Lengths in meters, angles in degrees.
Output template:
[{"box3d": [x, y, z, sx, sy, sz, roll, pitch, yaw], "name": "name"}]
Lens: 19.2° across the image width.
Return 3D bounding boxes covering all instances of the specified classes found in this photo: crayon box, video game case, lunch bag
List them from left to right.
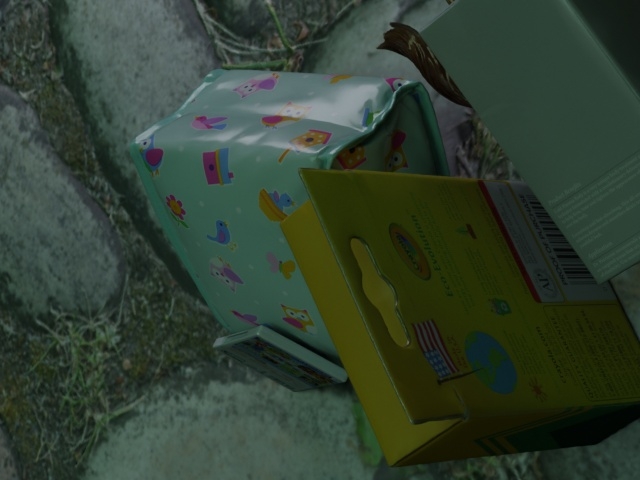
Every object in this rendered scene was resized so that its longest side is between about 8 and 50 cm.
[{"box3d": [-0.035, 0.101, 1.608, 0.011, 0.087, 0.122, -65, 15, -17], "name": "video game case"}, {"box3d": [0.000, 0.000, 1.559, 0.223, 0.160, 0.262, 6, 129, 39], "name": "lunch bag"}, {"box3d": [0.100, 0.053, 1.372, 0.081, 0.318, 0.202, -38, 65, 32], "name": "crayon box"}]

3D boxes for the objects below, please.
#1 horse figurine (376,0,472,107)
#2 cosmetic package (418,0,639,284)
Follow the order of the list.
[{"box3d": [0.176, -0.173, 1.475, 0.263, 0.066, 0.174, -27, 83, 31], "name": "horse figurine"}, {"box3d": [0.197, -0.103, 1.382, 0.127, 0.107, 0.238, -33, 89, 40], "name": "cosmetic package"}]
